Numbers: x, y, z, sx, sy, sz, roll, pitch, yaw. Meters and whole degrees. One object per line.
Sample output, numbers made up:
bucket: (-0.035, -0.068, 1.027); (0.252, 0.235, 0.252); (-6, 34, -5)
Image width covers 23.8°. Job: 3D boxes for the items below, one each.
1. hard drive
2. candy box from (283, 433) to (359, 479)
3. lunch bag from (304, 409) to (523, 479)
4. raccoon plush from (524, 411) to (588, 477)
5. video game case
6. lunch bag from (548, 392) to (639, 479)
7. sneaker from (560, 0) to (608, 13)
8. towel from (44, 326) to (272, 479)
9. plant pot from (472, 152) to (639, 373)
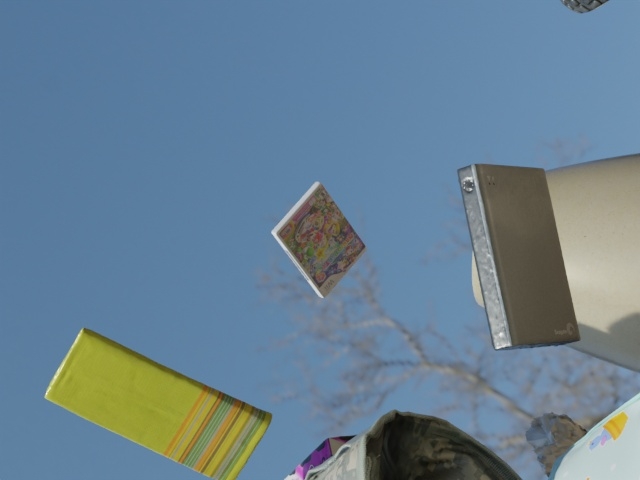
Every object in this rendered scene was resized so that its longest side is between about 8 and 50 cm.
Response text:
hard drive: (0.146, 0.012, 1.119); (0.094, 0.022, 0.135); (0, -104, -50)
candy box: (0.015, 0.323, 1.671); (0.071, 0.159, 0.233); (-3, -25, -21)
lunch bag: (0.080, 0.271, 1.065); (0.169, 0.287, 0.235); (-37, -9, -31)
raccoon plush: (0.480, 0.324, 1.822); (0.299, 0.216, 0.446); (-30, -46, 13)
video game case: (0.000, 0.000, 1.850); (0.087, 0.011, 0.122); (-49, -52, -17)
lunch bag: (0.249, 0.193, 0.892); (0.160, 0.262, 0.223); (5, -35, -29)
sneaker: (0.453, -0.454, 2.212); (0.124, 0.107, 0.283); (-23, -30, -55)
towel: (-0.177, 0.183, 1.680); (0.102, 0.237, 0.021); (-58, 14, 19)
plant pot: (0.301, 0.017, 1.541); (0.256, 0.274, 0.256); (6, -90, -71)
